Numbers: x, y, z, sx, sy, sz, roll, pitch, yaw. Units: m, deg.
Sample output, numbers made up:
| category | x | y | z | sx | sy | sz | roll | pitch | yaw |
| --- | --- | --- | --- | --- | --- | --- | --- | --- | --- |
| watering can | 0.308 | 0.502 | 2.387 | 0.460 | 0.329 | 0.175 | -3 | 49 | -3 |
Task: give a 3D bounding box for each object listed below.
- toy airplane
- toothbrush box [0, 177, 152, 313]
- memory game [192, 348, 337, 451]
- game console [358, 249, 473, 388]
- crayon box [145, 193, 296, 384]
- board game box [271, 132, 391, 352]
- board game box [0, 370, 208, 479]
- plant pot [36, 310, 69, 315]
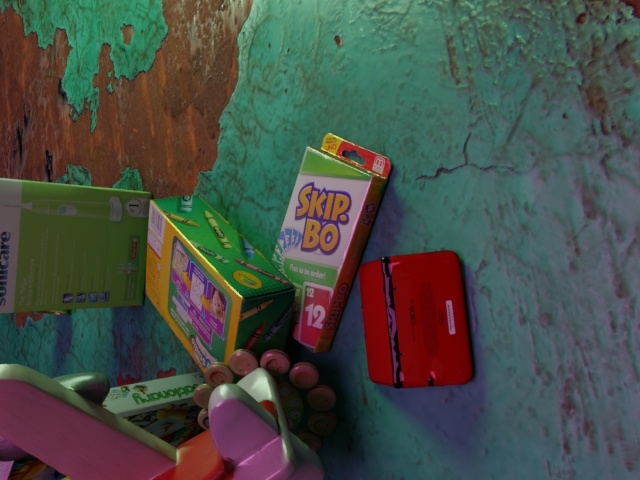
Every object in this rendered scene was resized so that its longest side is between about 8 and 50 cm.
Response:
| category | x | y | z | sx | sy | sz | roll | pitch | yaw |
| --- | --- | --- | --- | --- | --- | --- | --- | --- | --- |
| toy airplane | -0.195 | 0.286 | 0.710 | 0.272 | 0.384 | 0.386 | 28 | 117 | 53 |
| toothbrush box | -0.443 | 0.006 | 1.049 | 0.122 | 0.283 | 0.206 | 9 | 95 | 43 |
| memory game | -0.069 | 0.212 | 0.786 | 0.186 | 0.186 | 0.012 | -57 | 9 | 26 |
| game console | 0.104 | 0.090 | 0.711 | 0.124 | 0.085 | 0.144 | -7 | 83 | 12 |
| crayon box | -0.152 | 0.070 | 0.872 | 0.278 | 0.081 | 0.165 | 39 | 128 | 42 |
| board game box | 0.000 | 0.000 | 0.800 | 0.124 | 0.039 | 0.259 | 31 | 107 | 41 |
| board game box | -0.302 | 0.290 | 0.888 | 0.053 | 0.305 | 0.193 | 44 | 118 | 33 |
| plant pot | -0.559 | 0.112 | 1.305 | 0.083 | 0.083 | 0.079 | -6 | 71 | 43 |
